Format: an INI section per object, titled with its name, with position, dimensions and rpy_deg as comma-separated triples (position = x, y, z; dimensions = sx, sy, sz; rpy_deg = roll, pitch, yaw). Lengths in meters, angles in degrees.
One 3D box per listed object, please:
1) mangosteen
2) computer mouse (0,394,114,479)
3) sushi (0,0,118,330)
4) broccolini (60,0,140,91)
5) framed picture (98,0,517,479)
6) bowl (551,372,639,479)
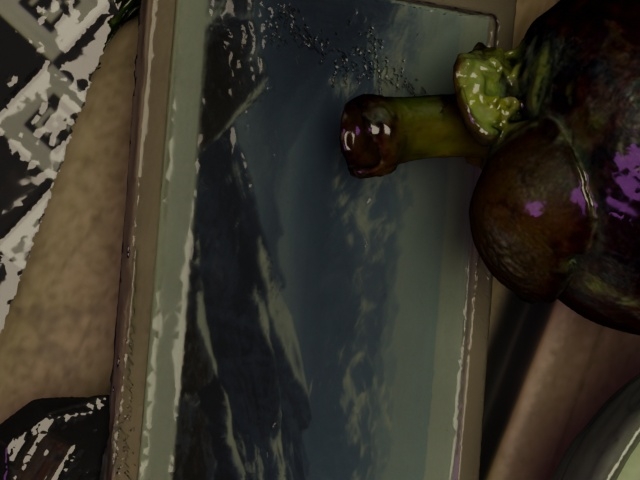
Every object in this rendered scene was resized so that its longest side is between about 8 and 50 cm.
[mangosteen]
position = 0.159, -0.066, 0.791
dimensions = 0.289, 0.231, 0.231
rpy_deg = 11, 88, -8
[computer mouse]
position = -0.120, 0.147, 0.816
dimensions = 0.172, 0.057, 0.099
rpy_deg = 32, 81, -24
[sushi]
position = -0.271, -0.068, 0.764
dimensions = 0.264, 0.050, 0.290
rpy_deg = 17, 87, -4
[broccolini]
position = -0.139, -0.103, 0.817
dimensions = 0.044, 0.042, 0.218
rpy_deg = 36, 85, -10
[framed picture]
position = 0.000, 0.000, 0.828
dimensions = 0.247, 0.022, 0.335
rpy_deg = 6, 88, -28
[bowl]
position = 0.264, 0.192, 0.846
dimensions = 0.307, 0.163, 0.307
rpy_deg = 0, 91, -14
